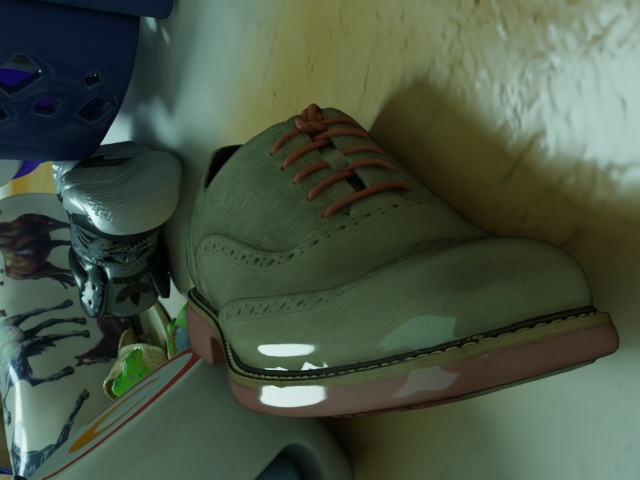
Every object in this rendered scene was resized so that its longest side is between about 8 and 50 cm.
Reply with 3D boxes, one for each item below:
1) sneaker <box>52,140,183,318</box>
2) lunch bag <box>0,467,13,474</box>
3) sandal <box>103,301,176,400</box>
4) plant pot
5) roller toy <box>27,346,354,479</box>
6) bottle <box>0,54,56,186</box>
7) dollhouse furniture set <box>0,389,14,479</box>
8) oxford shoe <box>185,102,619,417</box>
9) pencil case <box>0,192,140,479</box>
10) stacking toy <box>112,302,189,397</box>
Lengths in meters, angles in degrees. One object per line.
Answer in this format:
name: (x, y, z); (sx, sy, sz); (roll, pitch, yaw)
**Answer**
sneaker: (-0.171, 0.000, 0.885); (0.268, 0.101, 0.153); (-150, 49, -67)
lunch bag: (-0.593, 0.228, 1.821); (0.328, 0.239, 0.385); (59, 168, 31)
sandal: (-0.174, 0.142, 0.995); (0.240, 0.079, 0.088); (52, 148, 43)
plant pot: (-0.259, -0.216, 0.760); (0.212, 0.236, 0.236); (-40, 64, 37)
roller toy: (-0.083, 0.165, 0.636); (0.146, 0.209, 0.191); (53, -171, -5)
bottle: (-0.298, -0.123, 0.966); (0.283, 0.118, 0.092); (-106, 23, -67)
dollhouse furniture set: (-0.462, 0.289, 1.305); (0.394, 0.256, 0.362); (55, -173, 37)
oxford shoe: (0.000, 0.000, 0.468); (0.348, 0.123, 0.130); (3, 101, 65)
pencil case: (-0.285, 0.143, 1.097); (0.160, 0.183, 0.410); (114, 140, -55)
stacking toy: (-0.124, 0.173, 0.825); (0.167, 0.052, 0.221); (-60, -25, -75)
